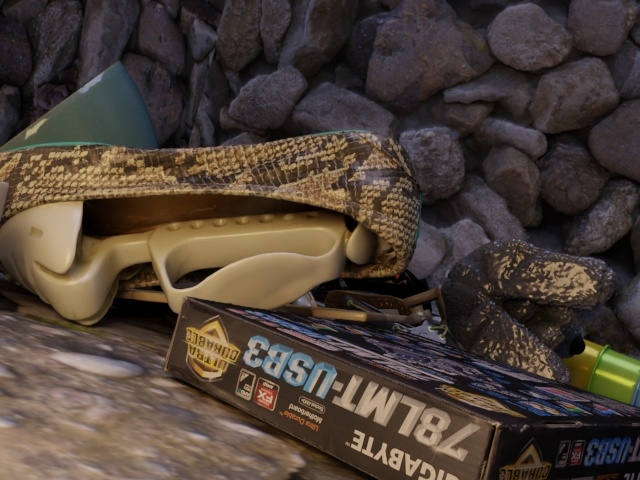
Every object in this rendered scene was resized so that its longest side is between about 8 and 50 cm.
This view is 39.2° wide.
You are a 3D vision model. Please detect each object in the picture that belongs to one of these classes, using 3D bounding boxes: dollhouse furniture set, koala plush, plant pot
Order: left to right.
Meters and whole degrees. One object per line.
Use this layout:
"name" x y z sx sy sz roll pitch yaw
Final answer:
"plant pot" -0.332 -0.084 1.240 0.195 0.290 0.290 53 -11 -17
"dollhouse furniture set" 0.140 0.152 1.330 0.151 0.123 0.144 -20 -10 16
"koala plush" 0.281 0.104 1.205 0.203 0.196 0.221 25 -2 28

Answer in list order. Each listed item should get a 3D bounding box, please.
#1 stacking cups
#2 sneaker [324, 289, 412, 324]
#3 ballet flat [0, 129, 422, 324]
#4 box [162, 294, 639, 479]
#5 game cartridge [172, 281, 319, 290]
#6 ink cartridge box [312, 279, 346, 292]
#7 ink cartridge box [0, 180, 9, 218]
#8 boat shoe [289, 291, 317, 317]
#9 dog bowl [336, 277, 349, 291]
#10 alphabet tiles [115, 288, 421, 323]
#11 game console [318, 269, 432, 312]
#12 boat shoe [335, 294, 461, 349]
"stacking cups" 0.481 0.221 1.266 0.316 0.096 0.096 19 3 26
"sneaker" 0.108 0.118 1.502 0.192 0.064 0.086 13 4 31
"ballet flat" -0.144 -0.005 0.837 0.482 0.182 0.164 -4 -44 3
"box" 0.083 0.124 0.698 0.295 0.073 0.293 15 2 41
"game cartridge" -0.149 0.027 1.239 0.198 0.062 0.297 -3 8 -25
"ink cartridge box" -0.041 0.023 1.642 0.239 0.060 0.275 22 -21 -33
"ink cartridge box" -0.320 -0.008 0.639 0.062 0.109 0.209 16 1 16
"boat shoe" -0.039 0.087 1.287 0.059 0.063 0.170 18 10 -13
"dog bowl" 0.000 0.000 1.869 0.349 0.102 0.349 41 -9 8
"alphabet tiles" -0.076 0.070 0.991 0.342 0.011 0.285 3 -4 25
"game console" 0.016 0.082 1.626 0.361 0.044 0.213 6 -19 17
"boat shoe" 0.120 0.128 1.109 0.227 0.069 0.081 16 0 22
